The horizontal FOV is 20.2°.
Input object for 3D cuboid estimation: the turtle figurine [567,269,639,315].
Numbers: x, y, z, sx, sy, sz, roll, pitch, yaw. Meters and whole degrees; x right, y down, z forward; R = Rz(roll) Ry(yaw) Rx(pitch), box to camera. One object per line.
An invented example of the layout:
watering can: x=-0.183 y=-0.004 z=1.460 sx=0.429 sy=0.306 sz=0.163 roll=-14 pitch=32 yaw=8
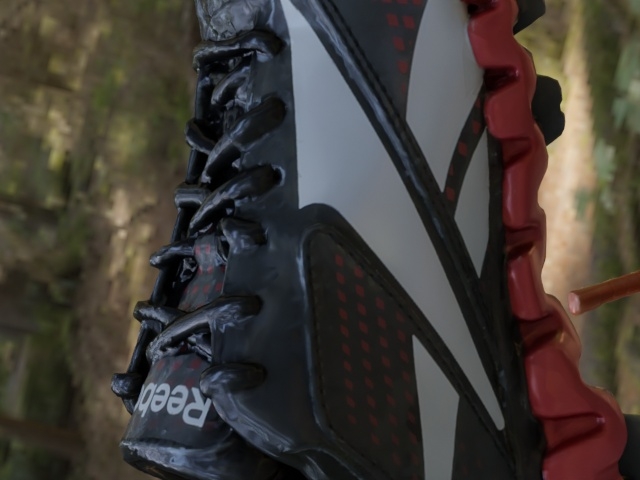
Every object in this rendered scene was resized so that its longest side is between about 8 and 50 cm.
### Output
turtle figurine: x=0.257 y=0.061 z=0.766 sx=0.217 sy=0.269 sz=0.087 roll=-8 pitch=70 yaw=63

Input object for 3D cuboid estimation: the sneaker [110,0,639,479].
sneaker: x=0.000 y=0.000 z=0.490 sx=0.097 sy=0.135 sz=0.276 roll=-11 pitch=94 yaw=65
